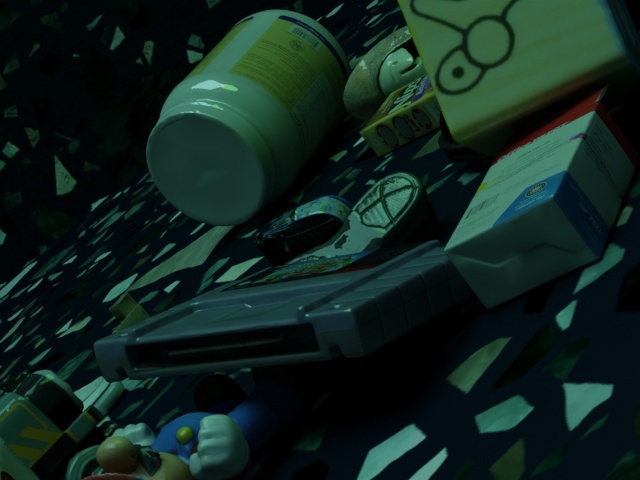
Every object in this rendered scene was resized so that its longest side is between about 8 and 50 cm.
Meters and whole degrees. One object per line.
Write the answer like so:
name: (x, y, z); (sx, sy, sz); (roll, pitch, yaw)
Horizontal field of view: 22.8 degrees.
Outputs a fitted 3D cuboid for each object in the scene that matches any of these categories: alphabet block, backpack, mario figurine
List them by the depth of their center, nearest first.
mario figurine: (-0.135, 0.191, 1.479); (0.320, 0.170, 0.198); (-46, -21, -57)
alphabet block: (0.218, -0.215, 1.667); (0.197, 0.192, 0.193); (-23, -13, 18)
backpack: (0.000, 0.000, 1.895); (0.114, 0.105, 0.084); (-25, 20, 28)

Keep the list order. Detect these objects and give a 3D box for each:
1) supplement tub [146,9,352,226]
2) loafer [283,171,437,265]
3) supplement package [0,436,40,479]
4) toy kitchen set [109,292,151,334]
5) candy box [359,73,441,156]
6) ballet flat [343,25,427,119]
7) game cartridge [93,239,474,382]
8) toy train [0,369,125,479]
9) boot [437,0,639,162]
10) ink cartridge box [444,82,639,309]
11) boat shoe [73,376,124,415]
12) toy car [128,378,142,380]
supplement tub: (-0.110, -0.195, 2.520); (0.241, 0.241, 0.331); (-28, 18, 39)
loafer: (0.029, 0.042, 1.788); (0.267, 0.084, 0.096); (-43, 45, -2)
supplement package: (-0.289, 0.317, 1.439); (0.149, 0.194, 0.203); (-39, 14, -2)
toy kitchen set: (-0.283, 0.134, 2.241); (0.075, 0.083, 0.068); (-27, 18, 40)
candy box: (0.152, -0.194, 2.235); (0.186, 0.053, 0.109); (-27, 19, 45)
ballet flat: (0.168, -0.284, 2.381); (0.316, 0.107, 0.106); (-39, 21, 7)
game cartridge: (-0.030, 0.068, 1.582); (0.355, 0.068, 0.230); (-10, 14, 41)
toy train: (-0.338, 0.283, 1.648); (0.334, 0.190, 0.142); (-47, 4, -31)
boot: (0.227, -0.275, 1.849); (0.348, 0.260, 0.131); (-33, 14, 21)
ink cartridge box: (0.221, -0.047, 1.526); (0.134, 0.078, 0.231); (-28, 17, 37)
boat shoe: (-0.369, 0.246, 2.127); (0.226, 0.076, 0.083); (-40, 14, -3)
toy car: (-0.204, 0.137, 2.098); (0.122, 0.060, 0.040); (-29, -16, 13)
